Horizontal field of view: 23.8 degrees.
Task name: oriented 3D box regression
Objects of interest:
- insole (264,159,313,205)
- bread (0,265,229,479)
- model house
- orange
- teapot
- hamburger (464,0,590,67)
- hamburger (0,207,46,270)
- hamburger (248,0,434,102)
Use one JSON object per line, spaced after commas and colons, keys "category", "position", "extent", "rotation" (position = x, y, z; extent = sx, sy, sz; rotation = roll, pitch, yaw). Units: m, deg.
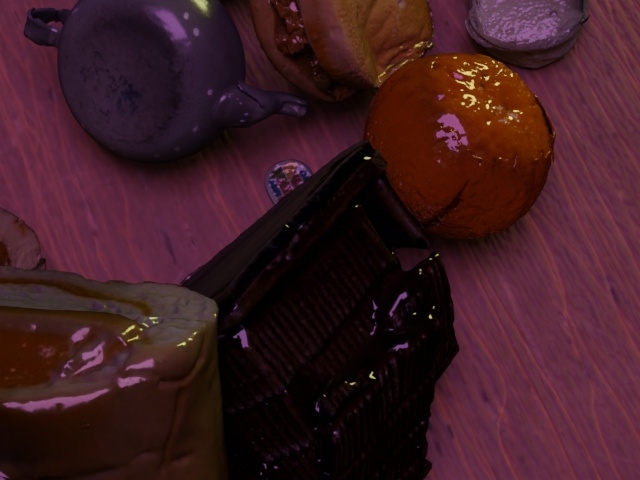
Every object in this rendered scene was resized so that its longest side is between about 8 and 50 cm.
{"category": "insole", "position": [0.000, 0.000, 1.540], "extent": [0.065, 0.006, 0.193], "rotation": [-24, 72, -9]}
{"category": "bread", "position": [-0.231, 0.203, 1.256], "extent": [0.301, 0.341, 0.210], "rotation": [10, 30, 17]}
{"category": "model house", "position": [-0.011, 0.132, 1.410], "extent": [0.282, 0.297, 0.317], "rotation": [49, 52, -9]}
{"category": "orange", "position": [0.130, -0.090, 1.486], "extent": [0.193, 0.161, 0.193], "rotation": [19, 45, -20]}
{"category": "teapot", "position": [-0.165, -0.176, 1.524], "extent": [0.294, 0.129, 0.193], "rotation": [24, 114, 16]}
{"category": "hamburger", "position": [0.218, -0.251, 1.601], "extent": [0.133, 0.062, 0.140], "rotation": [14, 72, 7]}
{"category": "hamburger", "position": [-0.443, -0.002, 1.436], "extent": [0.209, 0.330, 0.162], "rotation": [1, 72, 45]}
{"category": "hamburger", "position": [0.021, -0.242, 1.517], "extent": [0.108, 0.214, 0.213], "rotation": [-7, 63, 42]}
